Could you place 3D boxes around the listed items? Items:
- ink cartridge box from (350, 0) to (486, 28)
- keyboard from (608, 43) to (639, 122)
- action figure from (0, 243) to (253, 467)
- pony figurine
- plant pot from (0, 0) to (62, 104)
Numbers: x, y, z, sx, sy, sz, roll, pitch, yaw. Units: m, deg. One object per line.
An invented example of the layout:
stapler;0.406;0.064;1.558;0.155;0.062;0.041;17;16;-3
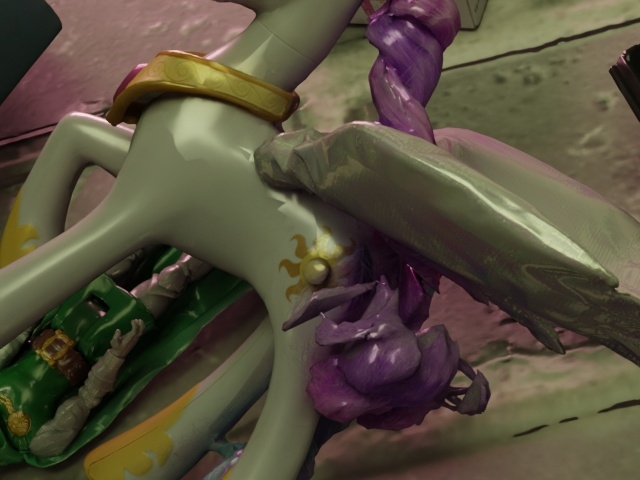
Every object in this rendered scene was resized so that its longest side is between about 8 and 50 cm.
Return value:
ink cartridge box;0.049;-0.186;0.988;0.122;0.052;0.088;6;58;20
keyboard;0.293;-0.003;0.766;0.202;0.033;0.317;-12;53;-14
action figure;-0.127;0.048;0.880;0.137;0.063;0.232;34;75;30
pony figurine;0.000;0.000;0.734;0.351;0.303;0.363;39;100;8
plant pot;-0.343;-0.113;0.932;0.293;0.293;0.235;28;84;32
